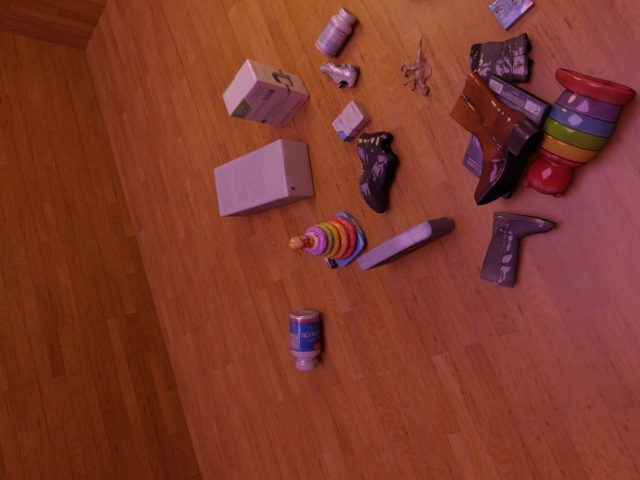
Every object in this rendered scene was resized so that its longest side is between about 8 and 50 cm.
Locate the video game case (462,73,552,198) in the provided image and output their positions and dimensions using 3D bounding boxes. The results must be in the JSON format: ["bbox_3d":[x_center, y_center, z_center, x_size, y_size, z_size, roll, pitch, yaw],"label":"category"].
[{"bbox_3d":[0.489,-0.278,1.177,0.275,0.026,0.196,94,152,-42],"label":"video game case"}]

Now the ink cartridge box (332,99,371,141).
[{"bbox_3d":[0.112,-0.434,1.585,0.122,0.052,0.089,-43,66,37],"label":"ink cartridge box"}]

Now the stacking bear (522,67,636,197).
[{"bbox_3d":[0.616,-0.249,1.079,0.175,0.164,0.289,17,122,4],"label":"stacking bear"}]

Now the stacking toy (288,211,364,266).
[{"bbox_3d":[0.000,0.000,1.557,0.166,0.301,0.175,-48,63,34],"label":"stacking toy"}]

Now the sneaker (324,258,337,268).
[{"bbox_3d":[0.030,0.066,1.720,0.044,0.040,0.109,-52,56,51],"label":"sneaker"}]

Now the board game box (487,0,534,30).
[{"bbox_3d":[0.529,-0.652,1.210,0.090,0.020,0.090,-40,69,37],"label":"board game box"}]

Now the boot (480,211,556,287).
[{"bbox_3d":[0.547,0.032,1.221,0.189,0.075,0.209,16,98,55],"label":"boot"}]

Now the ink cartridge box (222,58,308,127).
[{"bbox_3d":[-0.214,-0.572,1.720,0.198,0.272,0.115,-38,67,37],"label":"ink cartridge box"}]

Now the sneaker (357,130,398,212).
[{"bbox_3d":[0.204,-0.237,1.490,0.130,0.109,0.287,-6,92,36],"label":"sneaker"}]

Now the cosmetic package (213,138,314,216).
[{"bbox_3d":[-0.252,-0.251,1.856,0.452,0.161,0.230,-10,87,42],"label":"cosmetic package"}]

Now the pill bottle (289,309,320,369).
[{"bbox_3d":[-0.060,0.404,1.770,0.124,0.124,0.222,0,95,42],"label":"pill bottle"}]

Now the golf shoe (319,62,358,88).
[{"bbox_3d":[0.059,-0.611,1.610,0.176,0.069,0.086,24,115,39],"label":"golf shoe"}]

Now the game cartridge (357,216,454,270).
[{"bbox_3d":[0.265,0.015,1.392,0.294,0.195,0.060,-33,71,39],"label":"game cartridge"}]

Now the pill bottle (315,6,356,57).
[{"bbox_3d":[0.057,-0.756,1.582,0.160,0.087,0.087,-47,64,34],"label":"pill bottle"}]

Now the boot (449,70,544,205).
[{"bbox_3d":[0.426,-0.269,1.177,0.264,0.096,0.281,99,149,-47],"label":"boot"}]

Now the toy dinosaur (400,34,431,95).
[{"bbox_3d":[0.312,-0.555,1.407,0.092,0.053,0.183,-3,99,27],"label":"toy dinosaur"}]

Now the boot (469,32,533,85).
[{"bbox_3d":[0.502,-0.445,1.219,0.161,0.083,0.247,7,100,36],"label":"boot"}]
